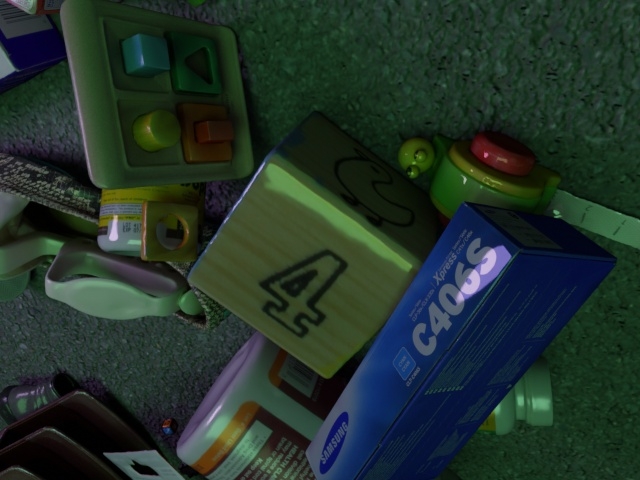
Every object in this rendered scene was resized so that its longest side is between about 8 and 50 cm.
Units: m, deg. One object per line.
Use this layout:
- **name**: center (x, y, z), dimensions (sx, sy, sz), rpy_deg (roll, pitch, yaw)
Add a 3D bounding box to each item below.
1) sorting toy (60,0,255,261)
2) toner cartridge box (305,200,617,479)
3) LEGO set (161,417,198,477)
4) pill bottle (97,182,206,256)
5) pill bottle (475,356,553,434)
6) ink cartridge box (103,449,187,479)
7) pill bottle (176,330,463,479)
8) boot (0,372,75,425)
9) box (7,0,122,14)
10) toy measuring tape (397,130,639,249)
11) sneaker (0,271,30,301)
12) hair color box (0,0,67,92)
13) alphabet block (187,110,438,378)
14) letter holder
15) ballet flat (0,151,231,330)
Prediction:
- **sorting toy**: center (-0.150, -0.149, 0.540), dimensions (0.047, 0.196, 0.347), rpy_deg (-3, 97, 42)
- **toner cartridge box**: center (0.130, 0.130, 0.533), dimensions (0.165, 0.075, 0.348), rpy_deg (6, 123, -36)
- **LEGO set**: center (-0.176, 0.389, 0.971), dimensions (0.244, 0.060, 0.182), rpy_deg (12, 121, -3)
- **pill bottle**: center (-0.193, -0.089, 0.613), dimensions (0.117, 0.117, 0.215), rpy_deg (1, 84, 16)
- **pill bottle**: center (0.197, 0.200, 0.699), dimensions (0.208, 0.117, 0.117), rpy_deg (-3, 117, 18)
- **ink cartridge box**: center (-0.171, 0.454, 0.909), dimensions (0.385, 0.091, 0.308), rpy_deg (45, 141, -13)
- **pill bottle**: center (0.011, 0.325, 0.764), dimensions (0.392, 0.224, 0.224), rpy_deg (37, 122, -5)
- **boot**: center (-0.527, 0.383, 1.047), dimensions (0.161, 0.083, 0.246), rpy_deg (-12, 116, 16)
- **box**: center (-0.262, -0.393, 0.486), dimensions (0.142, 0.154, 0.300), rpy_deg (28, 123, 0)
- **toy measuring tape**: center (0.237, -0.033, 0.560), dimensions (0.330, 0.121, 0.121), rpy_deg (23, 122, 3)
- **sneaker**: center (-0.616, -0.024, 0.842), dimensions (0.169, 0.108, 0.292), rpy_deg (10, 140, 40)
- **hair color box**: center (-0.521, -0.256, 0.670), dimensions (0.339, 0.110, 0.185), rpy_deg (-14, 114, 25)
- **alphabet block**: center (0.000, 0.000, 0.601), dimensions (0.197, 0.192, 0.193), rpy_deg (36, 120, -6)
- **letter holder**: center (-0.445, 0.461, 0.979), dimensions (0.214, 0.152, 0.302), rpy_deg (-29, 114, 8)
- **ballet flat**: center (-0.333, 0.005, 0.710), dimensions (0.483, 0.182, 0.164), rpy_deg (18, 130, 7)
